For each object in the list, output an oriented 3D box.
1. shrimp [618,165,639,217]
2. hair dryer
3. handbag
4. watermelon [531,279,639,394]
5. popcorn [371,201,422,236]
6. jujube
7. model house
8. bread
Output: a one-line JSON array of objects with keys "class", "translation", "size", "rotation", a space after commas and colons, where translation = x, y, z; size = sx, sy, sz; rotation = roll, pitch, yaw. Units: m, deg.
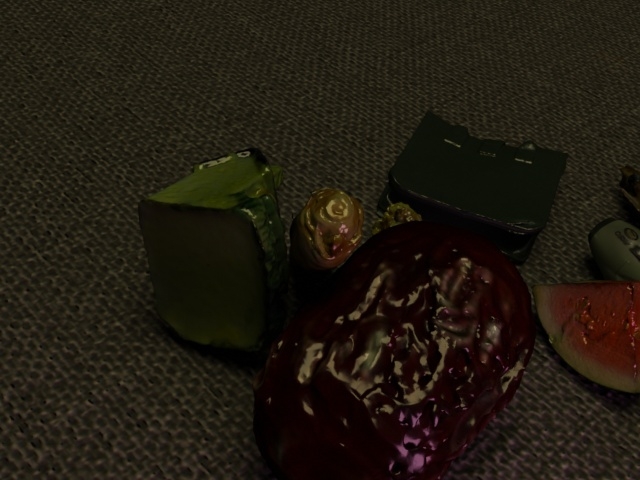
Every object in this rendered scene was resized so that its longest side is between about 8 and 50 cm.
[{"class": "shrimp", "translation": [0.582, -0.017, 1.331], "size": [0.168, 0.077, 0.317], "rotation": [-4, 45, -31]}, {"class": "hair dryer", "translation": [0.535, 0.041, 1.193], "size": [0.267, 0.092, 0.229], "rotation": [-17, 60, 7]}, {"class": "handbag", "translation": [0.241, -0.093, 1.341], "size": [0.248, 0.079, 0.260], "rotation": [21, 41, 12]}, {"class": "watermelon", "translation": [0.380, 0.121, 1.111], "size": [0.193, 0.137, 0.145], "rotation": [-3, 85, 0]}, {"class": "popcorn", "translation": [0.110, -0.018, 1.244], "size": [0.083, 0.068, 0.059], "rotation": [-13, 10, 27]}, {"class": "jujube", "translation": [0.084, 0.124, 0.941], "size": [0.258, 0.258, 0.377], "rotation": [29, 37, 21]}, {"class": "model house", "translation": [-0.088, 0.004, 1.062], "size": [0.170, 0.193, 0.211], "rotation": [3, 26, 25]}, {"class": "bread", "translation": [0.001, -0.001, 1.024], "size": [0.077, 0.367, 0.084], "rotation": [-4, 86, -4]}]
